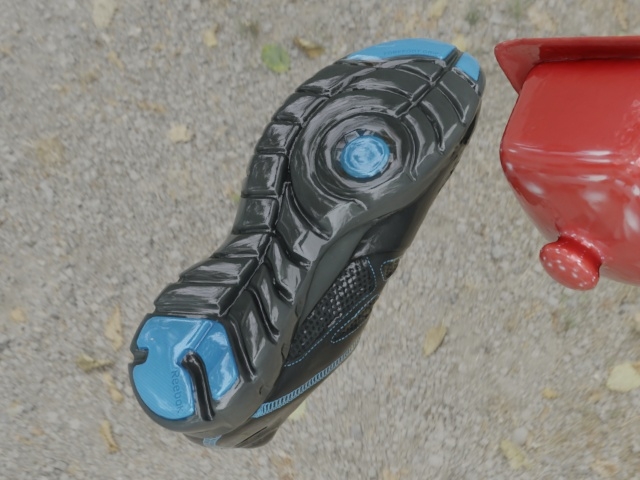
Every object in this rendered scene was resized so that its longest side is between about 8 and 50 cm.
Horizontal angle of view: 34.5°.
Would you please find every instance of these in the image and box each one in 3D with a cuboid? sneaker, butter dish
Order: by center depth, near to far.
[{"bbox_3d":[0.162,-0.024,0.564,0.160,0.160,0.118,12,60,53],"label":"butter dish"},{"bbox_3d":[0.000,0.000,0.745,0.125,0.140,0.341,34,79,28],"label":"sneaker"}]
